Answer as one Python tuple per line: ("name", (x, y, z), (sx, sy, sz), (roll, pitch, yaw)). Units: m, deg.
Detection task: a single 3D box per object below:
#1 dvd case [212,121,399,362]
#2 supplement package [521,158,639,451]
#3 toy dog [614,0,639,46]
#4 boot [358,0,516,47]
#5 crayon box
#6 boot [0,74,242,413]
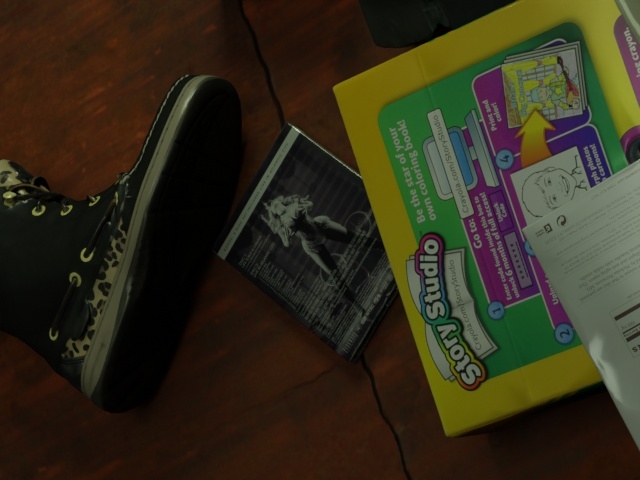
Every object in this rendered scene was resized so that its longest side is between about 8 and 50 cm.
("dvd case", (0.000, 0.000, 2.006), (0.221, 0.018, 0.164), (38, 103, 31))
("supplement package", (0.301, 0.062, 1.607), (0.134, 0.139, 0.244), (-32, 79, 25))
("toy dog", (0.495, -0.199, 1.573), (0.408, 0.284, 0.395), (-34, 65, 21))
("boot", (0.122, -0.404, 1.780), (0.367, 0.146, 0.445), (3, 121, 47))
("crayon box", (0.212, -0.034, 1.800), (0.313, 0.106, 0.363), (-23, 77, 28))
("boot", (-0.257, -0.030, 2.113), (0.284, 0.138, 0.377), (22, 99, 34))
